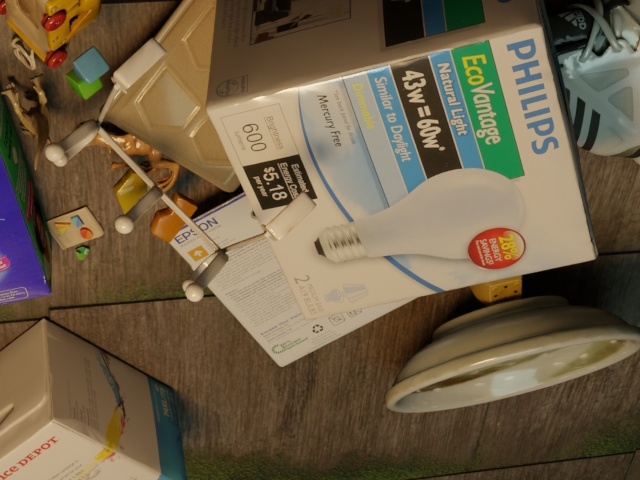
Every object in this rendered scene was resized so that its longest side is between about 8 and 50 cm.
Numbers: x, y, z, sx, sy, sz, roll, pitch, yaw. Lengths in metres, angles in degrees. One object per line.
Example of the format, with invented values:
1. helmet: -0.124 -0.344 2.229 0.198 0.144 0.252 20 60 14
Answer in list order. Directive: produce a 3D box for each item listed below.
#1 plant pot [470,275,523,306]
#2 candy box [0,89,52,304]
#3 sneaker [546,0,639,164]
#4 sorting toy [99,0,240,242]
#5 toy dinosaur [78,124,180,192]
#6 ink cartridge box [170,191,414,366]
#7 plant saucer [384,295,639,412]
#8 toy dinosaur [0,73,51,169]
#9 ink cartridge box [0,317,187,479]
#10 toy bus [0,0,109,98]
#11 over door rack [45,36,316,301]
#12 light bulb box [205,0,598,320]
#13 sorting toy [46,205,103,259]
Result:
1. plant pot: 0.261 0.050 1.949 0.081 0.083 0.081 -12 136 -3
2. candy box: -0.494 -0.051 1.611 0.268 0.122 0.317 -11 136 -3
3. sneaker: 0.407 -0.271 1.613 0.257 0.169 0.447 6 134 -23
4. sorting toy: -0.156 -0.152 1.626 0.229 0.041 0.307 30 106 -37
5. toy dinosaur: -0.202 -0.122 1.665 0.211 0.064 0.112 -11 134 -6
6. ink cartridge box: 0.000 0.000 1.839 0.324 0.071 0.330 -27 131 12
7. plant saucer: 0.282 0.162 1.992 0.400 0.100 0.400 -12 165 -3
8. toy dinosaur: -0.332 -0.143 1.554 0.053 0.183 0.092 -24 109 -8
9. ink cartridge box: -0.364 0.287 1.925 0.198 0.197 0.270 -36 132 20
10. toy bus: -0.291 -0.272 1.458 0.104 0.202 0.191 -41 131 -18
11. over door rack: -0.174 -0.057 1.440 0.239 0.108 0.324 45 155 -7
12. light bulb box: 0.101 -0.131 1.517 0.361 0.225 0.358 -13 133 12
13. sorting toy: -0.324 -0.006 1.779 0.062 0.012 0.083 -22 135 6
